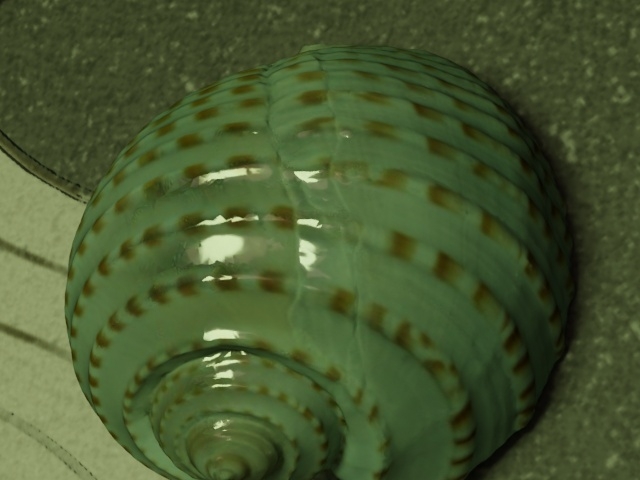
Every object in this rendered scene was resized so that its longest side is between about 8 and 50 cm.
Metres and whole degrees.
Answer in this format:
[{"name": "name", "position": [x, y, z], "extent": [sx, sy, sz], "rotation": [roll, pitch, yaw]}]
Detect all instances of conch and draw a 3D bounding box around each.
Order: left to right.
[{"name": "conch", "position": [-0.004, -0.002, 1.179], "extent": [0.303, 0.215, 0.319], "rotation": [1, 72, 14]}]
